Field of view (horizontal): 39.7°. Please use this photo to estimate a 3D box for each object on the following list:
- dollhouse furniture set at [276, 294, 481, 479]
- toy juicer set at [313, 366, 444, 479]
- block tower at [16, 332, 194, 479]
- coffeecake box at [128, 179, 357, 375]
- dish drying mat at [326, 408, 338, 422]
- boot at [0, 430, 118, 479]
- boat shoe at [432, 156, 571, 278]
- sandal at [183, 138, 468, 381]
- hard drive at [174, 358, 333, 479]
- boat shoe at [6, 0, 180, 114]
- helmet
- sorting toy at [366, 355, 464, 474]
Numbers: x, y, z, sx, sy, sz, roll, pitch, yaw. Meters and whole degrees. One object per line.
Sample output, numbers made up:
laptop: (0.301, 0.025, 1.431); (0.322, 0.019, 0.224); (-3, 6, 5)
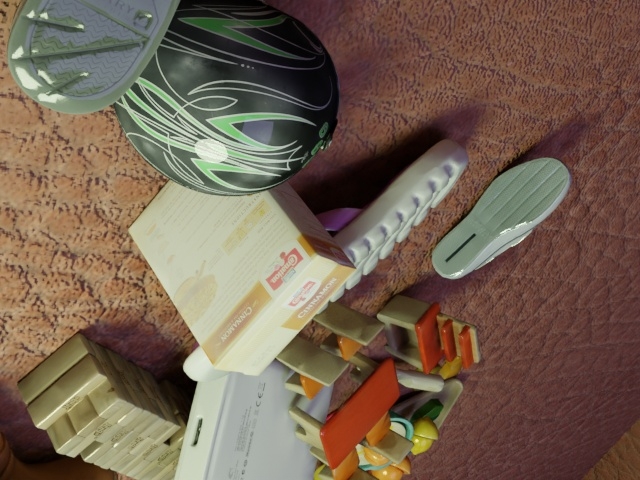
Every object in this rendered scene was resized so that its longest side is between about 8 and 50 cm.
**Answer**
dollhouse furniture set: (0.087, 0.194, 1.195); (0.259, 0.135, 0.262); (-43, 137, -30)
toy juicer set: (0.121, 0.326, 1.472); (0.209, 0.089, 0.329); (-3, 131, -26)
block tower: (-0.208, 0.220, 1.055); (0.097, 0.091, 0.335); (-39, 148, 3)
coffeecake box: (-0.077, 0.008, 0.826); (0.142, 0.185, 0.068); (-47, 147, 15)
dish drying mat: (0.033, 0.282, 1.451); (0.083, 0.008, 0.032); (-33, 146, -7)
boot: (-0.350, 0.251, 0.962); (0.283, 0.109, 0.220); (-9, 134, -27)
boat shoe: (0.249, -0.032, 1.219); (0.226, 0.083, 0.076); (-38, 162, 22)
sandal: (-0.003, 0.007, 0.995); (0.416, 0.102, 0.169); (-37, 166, -26)
hard drive: (-0.077, 0.253, 1.146); (0.307, 0.040, 0.203); (31, 70, -63)
boat shoe: (-0.106, -0.234, 0.593); (0.118, 0.103, 0.320); (26, 107, -35)
helmet: (-0.079, -0.115, 0.709); (0.161, 0.169, 0.169); (-24, 149, -53)
sorting toy: (0.159, 0.321, 1.596); (0.229, 0.041, 0.307); (-14, 141, -34)
